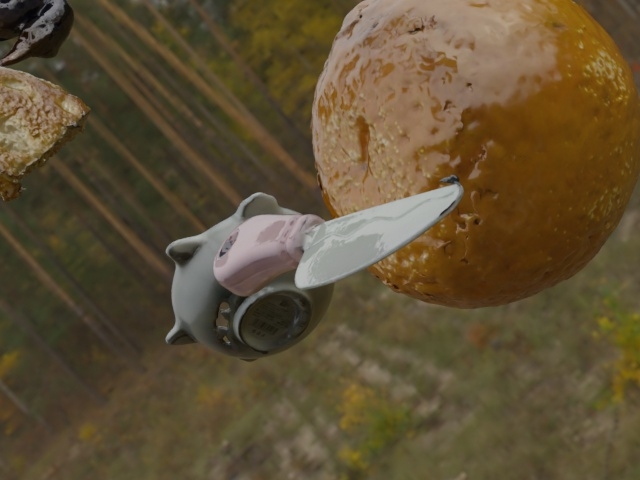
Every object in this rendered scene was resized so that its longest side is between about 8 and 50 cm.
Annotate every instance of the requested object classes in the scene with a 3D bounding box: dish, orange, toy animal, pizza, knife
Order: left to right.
[{"bbox_3d":[-0.403,-0.267,1.491,0.185,0.298,0.122,-32,-40,-27],"label":"toy animal"},{"bbox_3d":[-0.424,-0.130,1.685,0.336,0.226,0.086,-1,-40,-39],"label":"pizza"},{"bbox_3d":[-0.077,0.075,1.615,0.228,0.236,0.086,-28,42,-3],"label":"dish"},{"bbox_3d":[-0.002,0.002,1.059,0.081,0.043,0.336,-60,20,-20],"label":"knife"},{"bbox_3d":[0.159,-0.103,1.380,0.293,0.340,0.340,-16,-9,-29],"label":"orange"}]
